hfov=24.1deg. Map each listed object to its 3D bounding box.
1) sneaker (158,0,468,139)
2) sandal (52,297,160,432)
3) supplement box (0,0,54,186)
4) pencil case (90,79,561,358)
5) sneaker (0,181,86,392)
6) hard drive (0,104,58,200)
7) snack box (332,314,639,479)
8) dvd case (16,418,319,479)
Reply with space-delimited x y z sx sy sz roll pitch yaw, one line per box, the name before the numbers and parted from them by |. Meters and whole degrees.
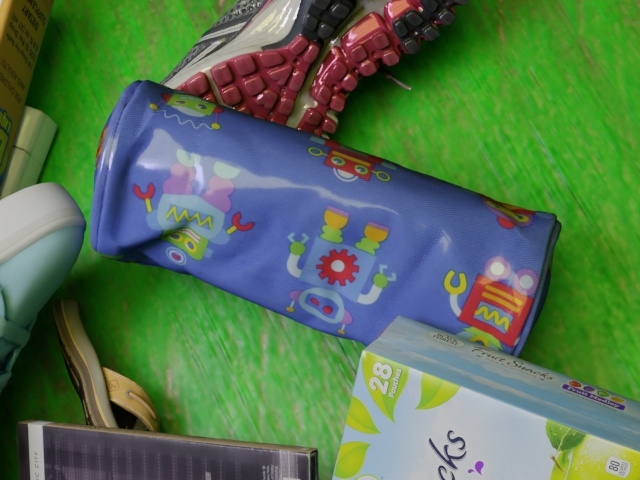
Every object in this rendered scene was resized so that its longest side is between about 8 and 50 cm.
sneaker | -0.022 -0.129 1.055 0.299 0.121 0.112 -39 33 9
sandal | -0.138 0.114 1.025 0.049 0.072 0.180 -17 64 -16
supplement box | -0.256 -0.096 1.056 0.080 0.078 0.233 11 75 12
pencil case | 0.000 0.000 0.961 0.306 0.119 0.133 19 115 0
sneaker | -0.255 0.132 0.974 0.150 0.135 0.366 42 90 6
hard drive | -0.360 0.046 1.099 0.233 0.047 0.353 14 77 16
snack box | 0.092 0.172 0.894 0.175 0.070 0.207 20 113 17
dvd case | -0.098 0.202 0.947 0.221 0.018 0.164 1 97 28
